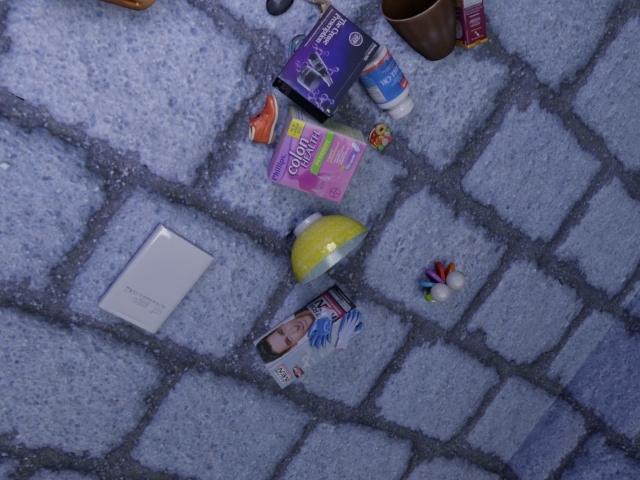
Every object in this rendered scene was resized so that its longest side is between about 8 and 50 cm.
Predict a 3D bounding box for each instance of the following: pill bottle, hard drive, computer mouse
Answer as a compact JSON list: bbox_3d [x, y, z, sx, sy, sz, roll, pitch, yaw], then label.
[{"bbox_3d":[0.207,-0.498,1.798,0.124,0.124,0.221,-44,124,-1],"label":"pill bottle"},{"bbox_3d":[-0.517,0.124,1.794,0.210,0.040,0.318,37,94,-33],"label":"hard drive"},{"bbox_3d":[-0.068,-0.741,1.608,0.071,0.041,0.242,35,95,-32],"label":"computer mouse"}]

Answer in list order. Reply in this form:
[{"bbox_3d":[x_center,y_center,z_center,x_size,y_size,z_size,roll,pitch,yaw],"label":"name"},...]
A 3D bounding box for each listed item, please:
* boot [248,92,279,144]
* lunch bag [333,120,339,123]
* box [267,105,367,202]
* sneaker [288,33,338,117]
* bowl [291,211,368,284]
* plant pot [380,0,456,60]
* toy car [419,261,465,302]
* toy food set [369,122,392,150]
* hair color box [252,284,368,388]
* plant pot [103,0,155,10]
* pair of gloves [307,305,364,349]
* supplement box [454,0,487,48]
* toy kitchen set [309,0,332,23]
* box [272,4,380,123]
[{"bbox_3d":[-0.174,-0.371,1.720,0.085,0.059,0.157,3,112,-21],"label":"boot"},{"bbox_3d":[0.037,-0.328,1.830,0.065,0.067,0.098,-22,121,-14],"label":"lunch bag"},{"bbox_3d":[-0.014,-0.263,1.750,0.243,0.117,0.213,18,118,-15],"label":"box"},{"bbox_3d":[-0.005,-0.492,1.700,0.104,0.125,0.261,-32,122,-9],"label":"sneaker"},{"bbox_3d":[0.000,0.000,1.890,0.289,0.289,0.156,-37,81,-5],"label":"bowl"},{"bbox_3d":[0.329,-0.671,1.745,0.215,0.215,0.230,-45,137,0],"label":"plant pot"},{"bbox_3d":[0.469,0.158,2.224,0.182,0.159,0.136,-37,88,-5],"label":"toy car"},{"bbox_3d":[0.205,-0.351,1.925,0.083,0.020,0.083,34,95,-33],"label":"toy food set"},{"bbox_3d":[-0.038,0.337,2.028,0.375,0.185,0.113,-35,122,-7],"label":"hair color box"},{"bbox_3d":[-0.477,-0.680,1.324,0.204,0.291,0.290,16,106,-47],"label":"plant pot"},{"bbox_3d":[0.055,0.302,1.933,0.198,0.023,0.159,12,105,-26],"label":"pair of gloves"},{"bbox_3d":[0.465,-0.728,1.824,0.081,0.104,0.188,-25,120,-13],"label":"supplement box"},{"bbox_3d":[-0.011,-0.670,1.650,0.083,0.068,0.075,9,109,-28],"label":"toy kitchen set"},{"bbox_3d":[0.016,-0.495,1.604,0.184,0.103,0.261,36,82,-13],"label":"box"}]
